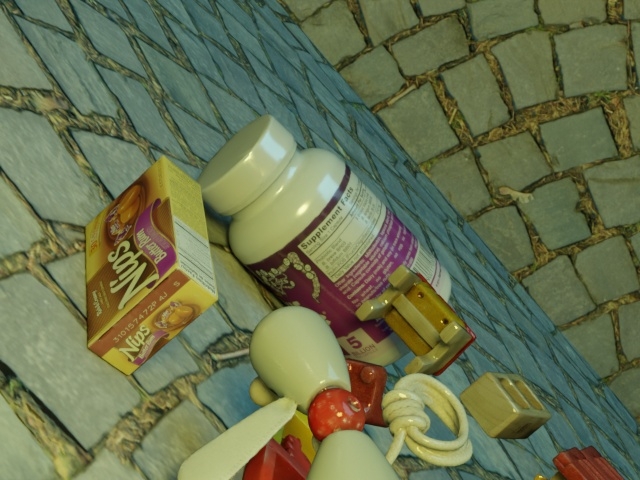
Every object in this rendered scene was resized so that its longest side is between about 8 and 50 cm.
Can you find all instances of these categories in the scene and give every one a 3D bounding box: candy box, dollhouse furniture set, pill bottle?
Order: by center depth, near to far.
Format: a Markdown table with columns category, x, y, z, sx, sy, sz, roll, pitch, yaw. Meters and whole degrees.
| category | x | y | z | sx | sy | sz | roll | pitch | yaw |
| --- | --- | --- | --- | --- | --- | --- | --- | --- | --- |
| candy box | -0.152 | 0.018 | 1.054 | 0.053 | 0.109 | 0.187 | 41 | 18 | -29 |
| dollhouse furniture set | 0.159 | 0.231 | 1.282 | 0.374 | 0.201 | 0.152 | 50 | 14 | 24 |
| pill bottle | 0.000 | 0.000 | 1.413 | 0.301 | 0.169 | 0.169 | 45 | 16 | -18 |

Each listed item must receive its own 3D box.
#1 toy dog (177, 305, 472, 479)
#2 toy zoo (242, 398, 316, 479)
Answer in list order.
| category | x | y | z | sx | sy | sz | roll | pitch | yaw |
| --- | --- | --- | --- | --- | --- | --- | --- | --- | --- |
| toy dog | 0.001 | 0.216 | 0.911 | 0.220 | 0.161 | 0.334 | 33 | 24 | -17 |
| toy zoo | 0.008 | 0.254 | 1.090 | 0.192 | 0.030 | 0.293 | 47 | 16 | -12 |
